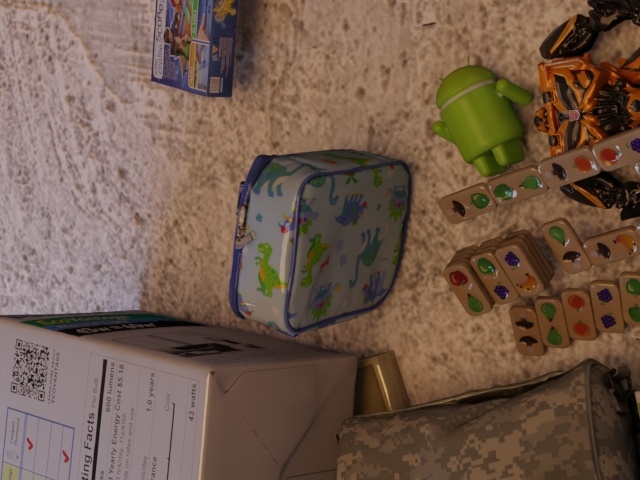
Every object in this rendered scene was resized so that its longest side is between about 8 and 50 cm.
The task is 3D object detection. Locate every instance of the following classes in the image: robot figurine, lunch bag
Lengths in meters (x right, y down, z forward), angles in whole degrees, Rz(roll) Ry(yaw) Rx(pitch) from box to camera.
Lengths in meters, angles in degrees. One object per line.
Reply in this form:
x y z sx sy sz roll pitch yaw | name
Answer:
0.157 -0.121 1.438 0.101 0.067 0.115 -34 78 40 | robot figurine
0.000 0.000 1.467 0.090 0.219 0.176 15 106 31 | lunch bag
0.167 0.263 1.391 0.305 0.212 0.256 -16 71 23 | lunch bag
0.320 -0.129 1.319 0.291 0.085 0.211 -8 93 34 | robot figurine

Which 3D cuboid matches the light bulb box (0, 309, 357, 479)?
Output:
-0.178 0.271 1.569 0.361 0.225 0.358 9 95 42 | light bulb box

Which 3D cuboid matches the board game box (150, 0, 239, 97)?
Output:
-0.136 -0.265 1.597 0.136 0.035 0.201 23 111 54 | board game box

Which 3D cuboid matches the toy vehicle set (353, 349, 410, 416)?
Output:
0.042 0.268 1.589 0.166 0.035 0.267 -19 87 34 | toy vehicle set

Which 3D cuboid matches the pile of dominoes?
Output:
0.236 0.018 1.366 0.251 0.040 0.196 -20 111 39 | pile of dominoes

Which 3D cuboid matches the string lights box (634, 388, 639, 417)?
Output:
0.386 0.249 1.337 0.133 0.076 0.260 -12 91 32 | string lights box
